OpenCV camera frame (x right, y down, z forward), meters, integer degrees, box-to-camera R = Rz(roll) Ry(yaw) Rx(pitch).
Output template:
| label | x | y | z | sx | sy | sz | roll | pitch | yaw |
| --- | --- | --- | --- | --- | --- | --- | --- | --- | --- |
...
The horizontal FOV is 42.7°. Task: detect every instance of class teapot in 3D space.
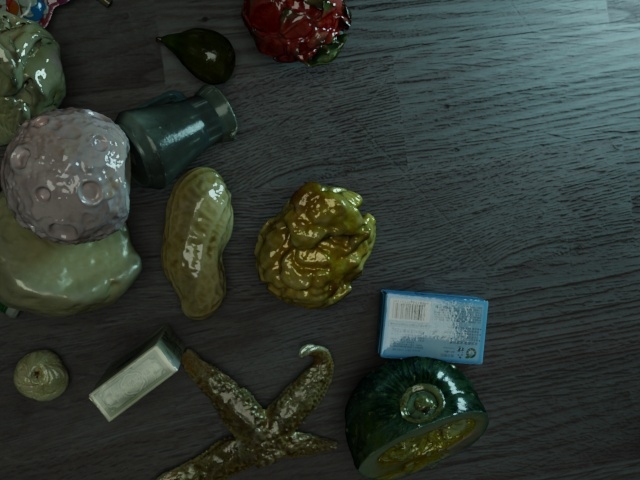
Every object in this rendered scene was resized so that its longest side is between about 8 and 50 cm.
| label | x | y | z | sx | sy | sz | roll | pitch | yaw |
| --- | --- | --- | --- | --- | --- | --- | --- | --- | --- |
| teapot | -0.305 | -0.227 | 1.683 | 0.225 | 0.171 | 0.203 | -32 | 56 | -27 |

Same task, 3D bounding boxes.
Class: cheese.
| label | x | y | z | sx | sy | sz | roll | pitch | yaw |
| --- | --- | --- | --- | --- | --- | --- | --- | --- | --- |
| cheese | -0.602 | -0.506 | 1.704 | 0.244 | 0.062 | 0.155 | -24 | 93 | -4 |
| cheese | -0.521 | 0.008 | 1.651 | 0.327 | 0.115 | 0.317 | 25 | 53 | -17 |

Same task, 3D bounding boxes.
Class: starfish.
| label | x | y | z | sx | sy | sz | roll | pitch | yaw |
| --- | --- | --- | --- | --- | --- | --- | --- | --- | --- |
| starfish | -0.171 | 0.383 | 1.785 | 0.433 | 0.082 | 0.323 | -9 | 97 | -2 |

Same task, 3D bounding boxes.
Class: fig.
| label | x | y | z | sx | sy | sz | roll | pitch | yaw |
| --- | --- | --- | --- | --- | --- | --- | --- | --- | --- |
| fig | -0.262 | -0.403 | 1.722 | 0.178 | 0.117 | 0.117 | 32 | 90 | 8 |

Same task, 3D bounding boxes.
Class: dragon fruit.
| label | x | y | z | sx | sy | sz | roll | pitch | yaw |
| --- | --- | --- | --- | --- | --- | --- | --- | --- | --- |
| dragon fruit | -0.058 | -0.494 | 1.683 | 0.234 | 0.234 | 0.292 | -19 | 82 | -4 |

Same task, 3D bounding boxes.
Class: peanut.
| label | x | y | z | sx | sy | sz | roll | pitch | yaw |
| --- | --- | --- | --- | --- | --- | --- | --- | --- | --- |
| peanut | -0.256 | 0.007 | 1.728 | 0.153 | 0.140 | 0.324 | -10 | 104 | -46 |

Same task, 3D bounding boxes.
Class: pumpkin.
| label | x | y | z | sx | sy | sz | roll | pitch | yaw |
| --- | --- | --- | --- | --- | --- | --- | --- | --- | --- |
| pumpkin | 0.189 | 0.363 | 1.743 | 0.293 | 0.263 | 0.196 | -21 | 53 | 2 |

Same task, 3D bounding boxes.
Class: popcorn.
| label | x | y | z | sx | sy | sz | roll | pitch | yaw |
| --- | --- | --- | --- | --- | --- | --- | --- | --- | --- |
| popcorn | 0.000 | 0.000 | 1.680 | 0.265 | 0.332 | 0.225 | -35 | 67 | -30 |

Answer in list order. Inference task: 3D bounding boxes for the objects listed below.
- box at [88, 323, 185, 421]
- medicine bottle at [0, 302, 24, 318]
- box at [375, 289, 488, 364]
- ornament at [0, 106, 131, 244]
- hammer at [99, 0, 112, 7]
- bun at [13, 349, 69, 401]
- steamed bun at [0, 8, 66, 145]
| label | x | y | z | sx | sy | sz | roll | pitch | yaw |
| --- | --- | --- | --- | --- | --- | --- | --- | --- | --- |
| box | -0.365 | 0.262 | 1.667 | 0.164 | 0.256 | 0.069 | -37 | 96 | -2 |
| medicine bottle | -0.698 | 0.031 | 1.687 | 0.274 | 0.133 | 0.133 | 40 | 89 | -7 |
| box | 0.244 | 0.190 | 1.809 | 0.233 | 0.083 | 0.142 | 5 | 92 | -7 |
| ornament | -0.470 | -0.117 | 1.520 | 0.225 | 0.259 | 0.259 | 2 | 93 | -9 |
| hammer | -0.435 | -0.549 | 1.739 | 0.036 | 0.019 | 0.110 | 35 | 87 | -6 |
| bun | -0.595 | 0.291 | 1.742 | 0.115 | 0.069 | 0.115 | 0 | 95 | -5 |
| steamed bun | -0.646 | -0.345 | 1.637 | 0.281 | 0.207 | 0.267 | 2 | 130 | 19 |
